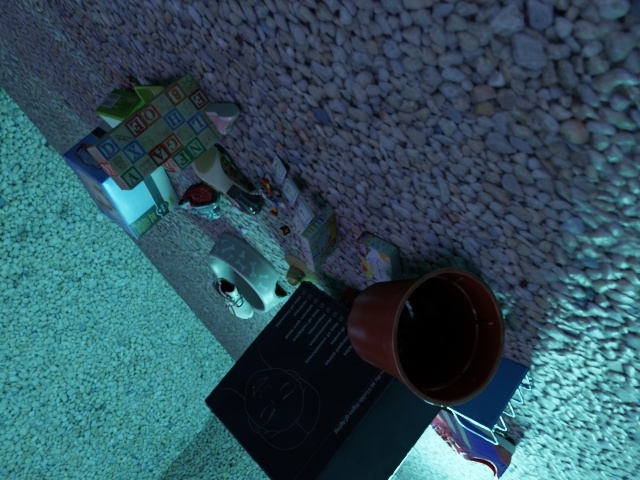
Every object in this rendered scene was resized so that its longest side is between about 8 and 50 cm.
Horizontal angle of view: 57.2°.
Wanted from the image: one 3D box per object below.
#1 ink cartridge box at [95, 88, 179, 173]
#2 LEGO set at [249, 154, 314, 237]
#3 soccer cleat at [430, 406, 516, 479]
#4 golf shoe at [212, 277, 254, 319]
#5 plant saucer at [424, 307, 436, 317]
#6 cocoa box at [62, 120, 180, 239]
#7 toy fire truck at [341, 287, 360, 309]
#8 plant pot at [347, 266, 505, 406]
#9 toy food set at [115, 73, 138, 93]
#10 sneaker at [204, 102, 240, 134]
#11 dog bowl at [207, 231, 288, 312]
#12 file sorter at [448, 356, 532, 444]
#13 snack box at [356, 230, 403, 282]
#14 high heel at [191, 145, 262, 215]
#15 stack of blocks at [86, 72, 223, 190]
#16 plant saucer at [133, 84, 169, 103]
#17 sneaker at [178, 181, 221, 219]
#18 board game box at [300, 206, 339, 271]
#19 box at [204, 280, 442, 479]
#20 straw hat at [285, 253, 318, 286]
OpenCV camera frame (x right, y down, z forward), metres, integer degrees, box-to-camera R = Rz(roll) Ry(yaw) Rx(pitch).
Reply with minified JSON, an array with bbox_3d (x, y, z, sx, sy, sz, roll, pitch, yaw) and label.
[{"bbox_3d":[-0.532,-0.333,1.800,0.188,0.097,0.255,22,161,42],"label":"ink cartridge box"},{"bbox_3d":[-0.104,-0.089,1.512,0.183,0.060,0.244,58,160,8],"label":"LEGO set"},{"bbox_3d":[0.416,0.586,1.751,0.318,0.116,0.109,26,157,13],"label":"soccer cleat"},{"bbox_3d":[-0.323,0.219,2.192,0.198,0.077,0.094,44,158,-5],"label":"golf shoe"},{"bbox_3d":[0.304,0.209,1.430,0.195,0.037,0.195,36,157,19],"label":"plant saucer"},{"bbox_3d":[-0.708,-0.218,2.121,0.231,0.228,0.347,33,156,24],"label":"cocoa box"},{"bbox_3d":[0.155,0.218,1.685,0.192,0.047,0.135,24,153,41],"label":"toy fire truck"},{"bbox_3d":[0.205,0.193,1.276,0.272,0.272,0.265,49,161,-15],"label":"plant pot"},{"bbox_3d":[-0.538,-0.442,1.710,0.078,0.019,0.122,15,153,50],"label":"toy food set"},{"bbox_3d":[-0.221,-0.289,1.406,0.134,0.051,0.070,22,152,48],"label":"sneaker"},{"bbox_3d":[-0.281,0.130,2.197,0.348,0.102,0.349,35,156,18],"label":"dog bowl"},{"bbox_3d":[0.402,0.370,1.378,0.118,0.170,0.104,19,150,45],"label":"file sorter"},{"bbox_3d":[0.144,0.050,1.413,0.100,0.037,0.141,27,153,32],"label":"snack box"},{"bbox_3d":[-0.272,-0.177,1.677,0.261,0.093,0.186,49,-177,21],"label":"high heel"},{"bbox_3d":[-0.389,-0.248,1.433,0.087,0.297,0.171,5,136,56],"label":"stack of blocks"},{"bbox_3d":[-0.404,-0.354,1.603,0.188,0.045,0.188,16,146,47],"label":"plant saucer"},{"bbox_3d":[-0.364,-0.126,1.918,0.125,0.104,0.262,34,168,-27],"label":"sneaker"},{"bbox_3d":[0.000,0.000,1.479,0.026,0.103,0.154,32,156,25],"label":"board game box"},{"bbox_3d":[0.013,0.448,1.663,0.471,0.480,0.297,30,166,47],"label":"box"},{"bbox_3d":[-0.079,0.113,1.875,0.144,0.061,0.144,35,157,17],"label":"straw hat"}]
